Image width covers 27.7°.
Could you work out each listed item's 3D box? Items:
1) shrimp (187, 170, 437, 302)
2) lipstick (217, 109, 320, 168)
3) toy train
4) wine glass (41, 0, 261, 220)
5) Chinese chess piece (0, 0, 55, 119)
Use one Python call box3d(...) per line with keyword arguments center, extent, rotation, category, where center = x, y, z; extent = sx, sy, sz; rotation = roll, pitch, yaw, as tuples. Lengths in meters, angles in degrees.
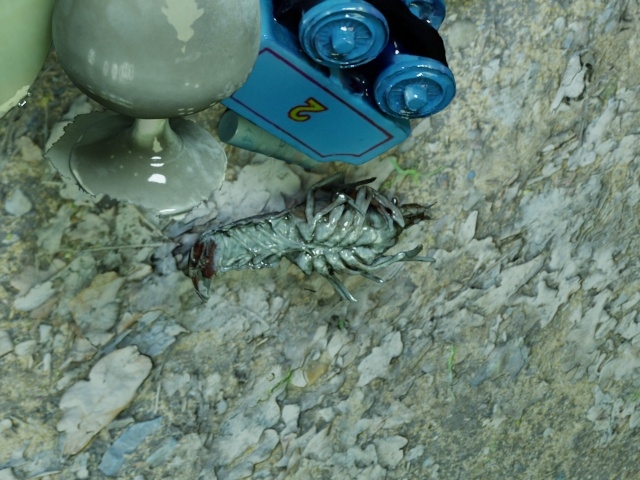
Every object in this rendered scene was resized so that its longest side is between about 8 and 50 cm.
box3d(center=(0.001, -0.003, 1.870), extent=(0.411, 0.166, 0.221), rotation=(-4, 125, -17), category="shrimp")
box3d(center=(-0.066, -0.138, 1.796), extent=(0.158, 0.048, 0.048), rotation=(15, 111, -40), category="lipstick")
box3d(center=(0.007, -0.242, 1.634), extent=(0.265, 0.188, 0.300), rotation=(-28, 140, 32), category="toy train")
box3d(center=(-0.184, -0.203, 1.426), extent=(0.238, 0.238, 0.323), rotation=(-12, 137, -27), category="wine glass")
box3d(center=(-0.458, -0.261, 1.387), extent=(0.349, 0.146, 0.349), rotation=(-17, 127, -23), category="Chinese chess piece")
